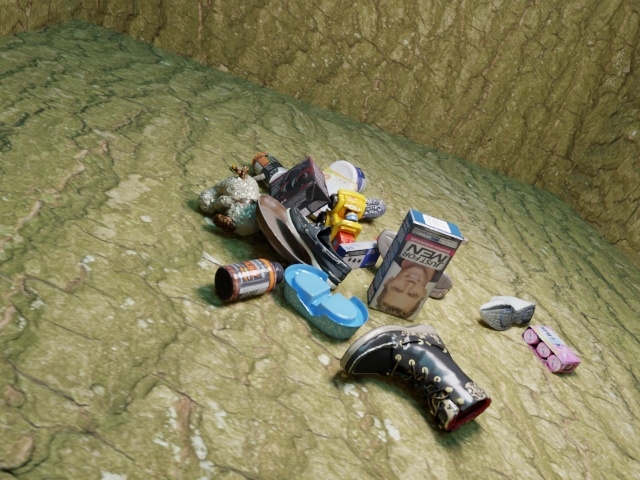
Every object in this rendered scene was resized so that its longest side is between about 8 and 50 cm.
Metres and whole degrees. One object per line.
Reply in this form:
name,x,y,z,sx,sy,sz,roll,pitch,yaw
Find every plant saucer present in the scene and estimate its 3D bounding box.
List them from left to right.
plant saucer,-0.124,-0.024,1.588,0.310,0.050,0.310,49,13,-16

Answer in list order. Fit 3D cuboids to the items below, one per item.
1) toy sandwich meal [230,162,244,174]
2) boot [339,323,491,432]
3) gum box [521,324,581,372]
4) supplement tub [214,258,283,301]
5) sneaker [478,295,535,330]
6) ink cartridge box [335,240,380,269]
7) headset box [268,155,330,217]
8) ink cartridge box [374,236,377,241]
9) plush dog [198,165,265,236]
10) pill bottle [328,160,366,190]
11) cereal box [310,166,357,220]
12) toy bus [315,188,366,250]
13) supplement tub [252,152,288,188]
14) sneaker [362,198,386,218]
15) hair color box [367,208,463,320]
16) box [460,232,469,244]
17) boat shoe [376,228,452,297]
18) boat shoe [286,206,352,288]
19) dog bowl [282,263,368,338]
toy sandwich meal,-0.362,-0.322,2.064,0.086,0.029,0.085,18,29,-10
boot,0.263,0.369,1.240,0.378,0.138,0.284,5,33,-41
gum box,0.842,0.398,1.682,0.107,0.062,0.188,8,31,-25
supplement tub,-0.205,0.111,1.359,0.198,0.106,0.106,-10,43,-45
sneaker,0.701,0.270,1.786,0.297,0.110,0.129,5,17,-37
ink cartridge box,0.140,0.056,1.715,0.207,0.097,0.046,-6,40,-42
headset box,-0.091,-0.199,1.842,0.110,0.218,0.293,50,16,-29
ink cartridge box,0.351,0.041,1.946,0.181,0.056,0.224,8,33,-26
plush dog,-0.276,-0.118,1.645,0.263,0.210,0.225,1,59,-36
pill bottle,0.127,-0.285,2.183,0.153,0.153,0.265,32,10,15
cereal box,0.020,-0.194,1.980,0.173,0.047,0.240,35,66,22
toy bus,0.089,-0.055,1.754,0.150,0.220,0.211,16,35,-23
supplement tub,-0.223,-0.307,2.050,0.117,0.116,0.190,-2,37,-39
sneaker,0.126,-0.148,2.082,0.319,0.112,0.131,10,-6,-6
hair color box,0.301,0.087,1.516,0.174,0.347,0.105,19,28,-7
box,0.672,-0.012,2.300,0.136,0.028,0.081,-1,36,-40
boat shoe,0.343,0.085,1.757,0.355,0.132,0.130,42,9,-15
boat shoe,-0.002,0.000,1.592,0.127,0.113,0.340,28,28,-58
dog bowl,0.005,0.188,1.416,0.297,0.074,0.166,37,31,23
